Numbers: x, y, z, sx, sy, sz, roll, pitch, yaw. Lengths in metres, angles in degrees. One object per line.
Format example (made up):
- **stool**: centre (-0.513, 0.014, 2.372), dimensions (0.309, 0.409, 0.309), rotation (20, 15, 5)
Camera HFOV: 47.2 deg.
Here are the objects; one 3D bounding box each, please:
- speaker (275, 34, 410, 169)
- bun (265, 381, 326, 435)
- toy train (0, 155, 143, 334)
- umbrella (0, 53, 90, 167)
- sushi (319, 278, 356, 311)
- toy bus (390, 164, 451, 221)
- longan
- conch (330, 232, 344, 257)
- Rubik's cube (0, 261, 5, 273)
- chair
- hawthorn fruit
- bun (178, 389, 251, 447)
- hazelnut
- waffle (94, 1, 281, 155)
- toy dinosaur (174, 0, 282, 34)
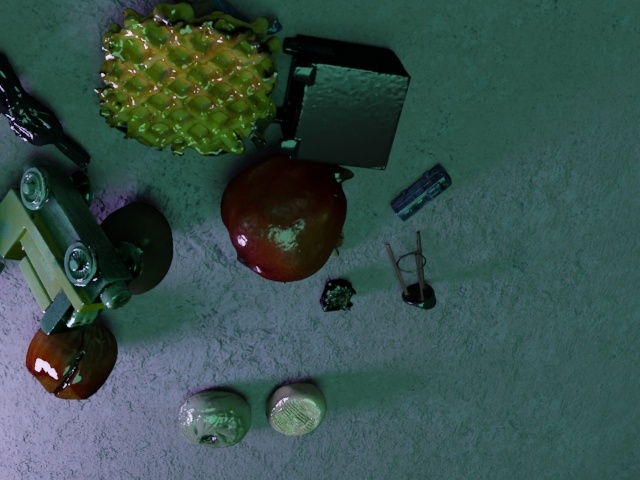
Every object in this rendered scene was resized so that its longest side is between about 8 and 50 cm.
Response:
- **speaker**: centre (0.034, -0.301, 1.606), dimensions (0.254, 0.184, 0.232), rotation (5, 122, -14)
- **bun**: centre (-0.071, 0.497, 2.181), dimensions (0.164, 0.111, 0.188), rotation (38, 112, -15)
- **toy train**: centre (-0.549, 0.017, 1.566), dimensions (0.253, 0.397, 0.160), rotation (-47, 159, 24)
- **umbrella**: centre (-0.608, -0.265, 1.518), dimensions (0.118, 0.118, 0.340), rotation (-36, 134, 11)
- **sushi**: centre (0.050, 0.148, 2.001), dimensions (0.085, 0.056, 0.083), rotation (5, 115, -17)
- **toy bus**: centre (0.258, -0.119, 1.863), dimensions (0.166, 0.065, 0.047), rotation (-39, 124, 14)
- **longan**: centre (-0.432, 0.018, 1.690), dimensions (0.198, 0.198, 0.212), rotation (-1, 100, -14)
- **conch**: centre (0.008, 0.001, 1.864), dimensions (0.176, 0.094, 0.104), rotation (28, 77, -34)
- **Rubik's cube**: centre (-0.837, 0.120, 1.642), dimensions (0.265, 0.224, 0.213), rotation (-33, 132, -25)
- **chair**: centre (0.250, 0.092, 1.998), dimensions (0.095, 0.104, 0.221), rotation (-6, 125, 21)
- **hawthorn fruit**: centre (-0.087, -0.065, 1.679), dimensions (0.295, 0.295, 0.311), rotation (23, 89, -27)
- **bun**: centre (-0.302, 0.531, 2.133), dimensions (0.221, 0.108, 0.221), rotation (-7, 125, -11)
- **hazelnut**: centre (-0.621, 0.289, 1.839), dimensions (0.212, 0.181, 0.181), rotation (31, 131, -20)
- **waffle**: centre (-0.272, -0.323, 1.524), dimensions (0.380, 0.095, 0.382), rotation (4, 139, -15)
- **toy dinosaur**: centre (-0.229, -0.433, 1.510), dimensions (0.248, 0.075, 0.188), rotation (-34, 128, 17)
